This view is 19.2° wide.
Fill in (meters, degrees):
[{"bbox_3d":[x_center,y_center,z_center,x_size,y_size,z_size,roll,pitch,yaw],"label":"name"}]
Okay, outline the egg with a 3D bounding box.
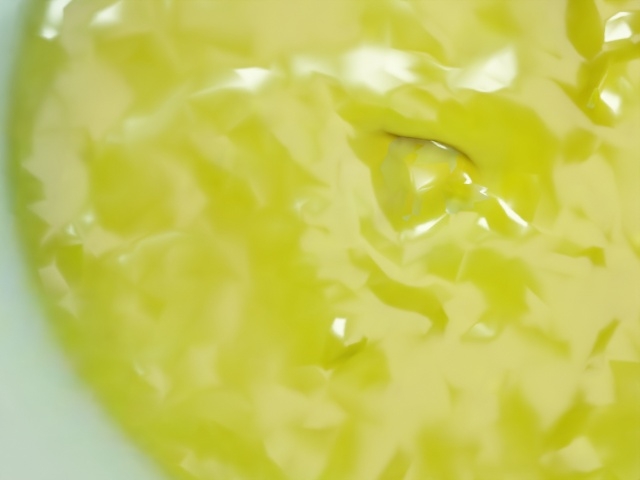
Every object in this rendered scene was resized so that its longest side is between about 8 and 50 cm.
[{"bbox_3d":[0.000,0.000,0.626,0.337,0.201,0.337,0,99,-1],"label":"egg"}]
